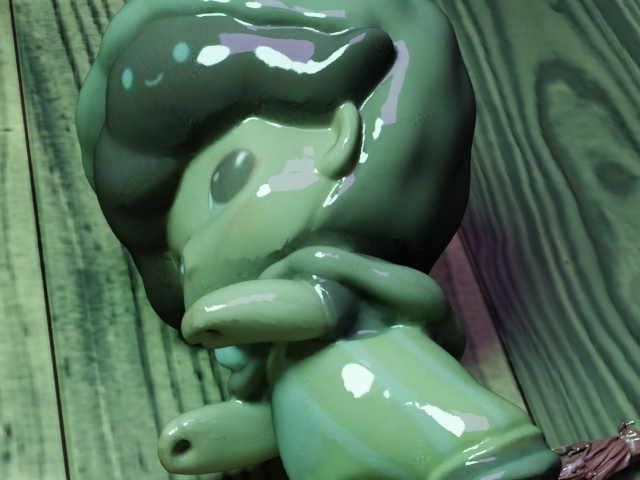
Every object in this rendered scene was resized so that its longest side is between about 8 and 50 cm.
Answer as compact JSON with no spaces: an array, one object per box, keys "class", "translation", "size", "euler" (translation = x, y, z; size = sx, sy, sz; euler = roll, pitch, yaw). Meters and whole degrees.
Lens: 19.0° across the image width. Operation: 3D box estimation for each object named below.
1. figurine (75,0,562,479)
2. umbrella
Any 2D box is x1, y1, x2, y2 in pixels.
[{"class":"figurine","translation":[0.000,0.001,0.965],"size":[0.203,0.248,0.380],"euler":[-4,50,-23]},{"class":"umbrella","translation":[0.119,0.120,0.978],"size":[0.165,0.025,0.027],"euler":[-16,65,-25]}]
